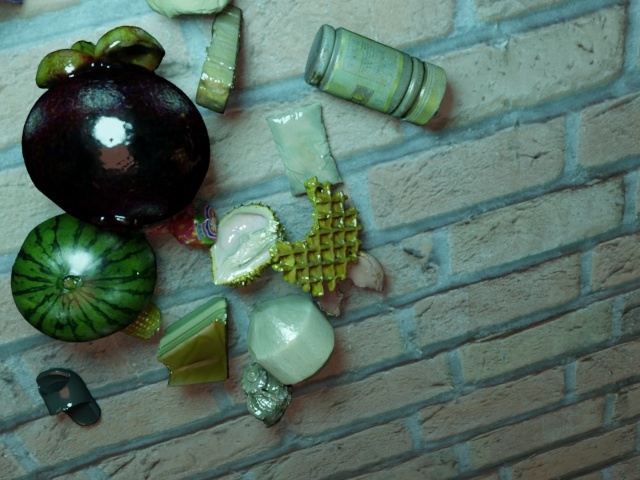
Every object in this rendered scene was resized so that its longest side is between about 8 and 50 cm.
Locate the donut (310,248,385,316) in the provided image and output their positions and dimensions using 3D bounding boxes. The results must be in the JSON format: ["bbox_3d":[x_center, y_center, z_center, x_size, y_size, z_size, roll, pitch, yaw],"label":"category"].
[{"bbox_3d":[0.071,0.109,1.391,0.232,0.085,0.199,-26,117,1],"label":"donut"}]

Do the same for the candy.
[{"bbox_3d":[-0.453,-0.021,1.221,0.364,0.124,0.124,-12,116,2],"label":"candy"}]

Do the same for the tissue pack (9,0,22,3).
[{"bbox_3d":[-0.654,-0.622,0.821,0.160,0.242,0.339,4,114,-16],"label":"tissue pack"}]

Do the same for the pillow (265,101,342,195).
[{"bbox_3d":[-0.040,-0.239,1.230,0.148,0.050,0.230,-21,114,-6],"label":"pillow"}]

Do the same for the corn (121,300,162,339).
[{"bbox_3d":[-0.592,0.155,1.255,0.344,0.131,0.131,35,103,-26],"label":"corn"}]

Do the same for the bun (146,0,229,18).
[{"bbox_3d":[-0.286,-0.536,0.991,0.188,0.164,0.111,-19,145,-20],"label":"bun"}]

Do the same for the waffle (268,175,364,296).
[{"bbox_3d":[0.000,0.000,1.243,0.259,0.069,0.293,40,72,-30],"label":"waffle"}]

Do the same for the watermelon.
[{"bbox_3d":[-0.556,0.107,1.090,0.330,0.189,0.331,-4,107,-13],"label":"watermelon"}]

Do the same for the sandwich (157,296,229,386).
[{"bbox_3d":[-0.368,0.287,1.342,0.198,0.155,0.228,-2,114,-11],"label":"sandwich"}]

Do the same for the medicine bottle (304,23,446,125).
[{"bbox_3d":[0.132,-0.403,1.133,0.322,0.151,0.152,14,111,-17],"label":"medicine bottle"}]

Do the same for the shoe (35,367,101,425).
[{"bbox_3d":[-0.758,0.492,1.392,0.107,0.093,0.241,-22,118,1],"label":"shoe"}]

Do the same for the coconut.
[{"bbox_3d":[-0.097,0.274,1.350,0.237,0.237,0.266,-36,123,6],"label":"coconut"}]

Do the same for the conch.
[{"bbox_3d":[-0.164,0.500,1.480,0.162,0.178,0.245,5,140,28],"label":"conch"}]

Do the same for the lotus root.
[{"bbox_3d":[-0.230,-0.394,1.052,0.074,0.261,0.170,11,143,-16],"label":"lotus root"}]

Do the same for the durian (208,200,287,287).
[{"bbox_3d":[-0.195,0.011,1.271,0.250,0.183,0.138,-47,151,7],"label":"durian"}]

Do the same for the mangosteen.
[{"bbox_3d":[-0.430,-0.239,1.002,0.381,0.382,0.436,-1,81,-11],"label":"mangosteen"}]
